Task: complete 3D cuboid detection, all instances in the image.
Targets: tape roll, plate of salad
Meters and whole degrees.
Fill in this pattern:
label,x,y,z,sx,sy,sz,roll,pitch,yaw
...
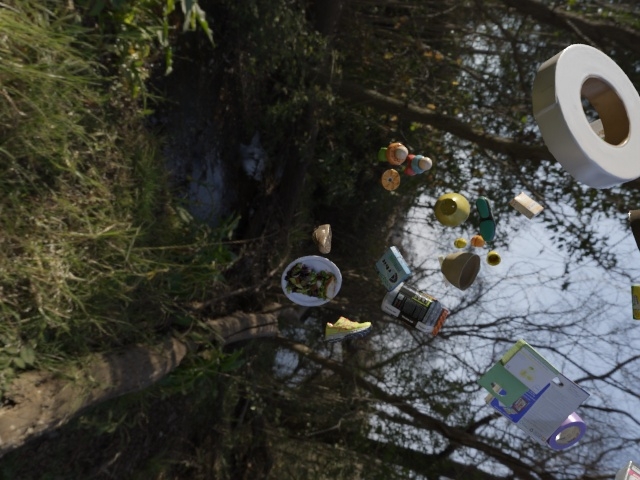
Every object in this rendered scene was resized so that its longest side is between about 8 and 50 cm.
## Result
label,x,y,z,sx,sy,sz,roll,pitch,yaw
tape roll,1.119,0.872,1.888,0.080,0.189,0.188,-115,-152,-60
tape roll,0.726,-0.329,1.084,0.072,0.393,0.391,-28,-136,63
plate of salad,-0.029,0.142,1.344,0.048,0.200,0.199,-97,-167,-61

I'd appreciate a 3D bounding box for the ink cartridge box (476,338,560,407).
label,x,y,z,sx,sy,sz,roll,pitch,yaw
ink cartridge box,0.728,0.504,1.507,0.235,0.171,0.056,-49,-177,8

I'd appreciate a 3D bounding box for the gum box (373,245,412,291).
label,x,y,z,sx,sy,sz,roll,pitch,yaw
gum box,0.353,0.143,2.017,0.156,0.041,0.184,62,-35,23

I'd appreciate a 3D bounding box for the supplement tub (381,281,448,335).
label,x,y,z,sx,sy,sz,roll,pitch,yaw
supplement tub,0.497,0.357,2.153,0.193,0.316,0.193,-52,160,-28

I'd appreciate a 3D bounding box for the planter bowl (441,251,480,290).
label,x,y,z,sx,sy,sz,roll,pitch,yaw
planter bowl,0.572,0.114,1.692,0.162,0.109,0.161,-22,124,-37

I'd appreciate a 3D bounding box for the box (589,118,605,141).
label,x,y,z,sx,sy,sz,roll,pitch,yaw
box,0.865,-0.322,1.317,0.036,0.207,0.114,49,27,-39

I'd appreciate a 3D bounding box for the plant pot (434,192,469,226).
label,x,y,z,sx,sy,sz,roll,pitch,yaw
plant pot,0.495,-0.122,1.559,0.095,0.135,0.134,8,93,-65

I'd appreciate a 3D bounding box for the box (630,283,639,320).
label,x,y,z,sx,sy,sz,roll,pitch,yaw
box,1.447,0.285,1.824,0.043,0.105,0.179,173,-88,-71

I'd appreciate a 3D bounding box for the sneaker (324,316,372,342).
label,x,y,z,sx,sy,sz,roll,pitch,yaw
sneaker,0.108,0.353,1.666,0.081,0.209,0.094,48,31,-55

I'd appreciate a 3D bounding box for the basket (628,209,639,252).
label,x,y,z,sx,sy,sz,roll,pitch,yaw
basket,1.046,-0.026,1.156,0.154,0.227,0.204,6,70,-39

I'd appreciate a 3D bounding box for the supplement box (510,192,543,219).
label,x,y,z,sx,sy,sz,roll,pitch,yaw
supplement box,0.796,-0.132,1.574,0.062,0.098,0.036,-30,152,-27

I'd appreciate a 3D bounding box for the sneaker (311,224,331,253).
label,x,y,z,sx,sy,sz,roll,pitch,yaw
sneaker,0.000,0.000,1.582,0.188,0.071,0.066,-75,153,-63

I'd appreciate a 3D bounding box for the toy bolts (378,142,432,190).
label,x,y,z,sx,sy,sz,roll,pitch,yaw
toy bolts,0.407,-0.343,1.929,0.158,0.229,0.218,-162,-106,-68

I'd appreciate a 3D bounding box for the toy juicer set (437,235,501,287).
label,x,y,z,sx,sy,sz,roll,pitch,yaw
toy juicer set,0.734,0.102,2.107,0.329,0.209,0.089,-34,-174,27

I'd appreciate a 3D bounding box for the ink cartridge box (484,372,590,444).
label,x,y,z,sx,sy,sz,roll,pitch,yaw
ink cartridge box,0.940,0.684,1.785,0.307,0.304,0.072,-53,177,7

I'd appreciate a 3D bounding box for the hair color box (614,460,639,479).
label,x,y,z,sx,sy,sz,roll,pitch,yaw
hair color box,1.173,1.029,1.501,0.375,0.185,0.113,-26,138,-39

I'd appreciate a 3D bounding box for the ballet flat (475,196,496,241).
label,x,y,z,sx,sy,sz,roll,pitch,yaw
ballet flat,0.680,-0.089,1.662,0.070,0.070,0.188,-45,125,-74
